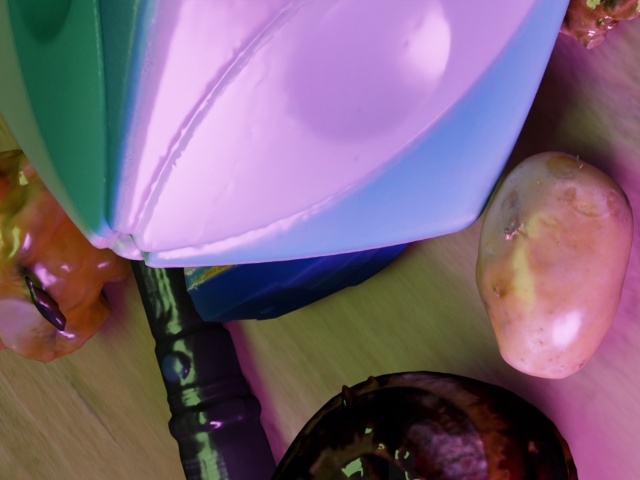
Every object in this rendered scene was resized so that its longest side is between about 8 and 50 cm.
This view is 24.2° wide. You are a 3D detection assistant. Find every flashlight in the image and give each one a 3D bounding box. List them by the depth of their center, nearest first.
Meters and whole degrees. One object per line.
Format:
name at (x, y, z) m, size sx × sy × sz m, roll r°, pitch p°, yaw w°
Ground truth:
flashlight at (-0.143, 0.090, 1.588) m, size 0.103 × 0.103 × 0.423 m, roll -24°, pitch 81°, yaw 52°

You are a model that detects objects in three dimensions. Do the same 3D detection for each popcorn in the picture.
popcorn at (-0.376, -0.001, 1.743) m, size 0.316 × 0.281 × 0.297 m, roll 31°, pitch 130°, yaw -7°

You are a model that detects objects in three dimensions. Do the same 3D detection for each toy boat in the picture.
toy boat at (0.000, 0.000, 1.352) m, size 0.295 × 0.129 × 0.088 m, roll -26°, pitch 69°, yaw 51°

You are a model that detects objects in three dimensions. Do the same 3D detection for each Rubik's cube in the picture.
Rubik's cube at (-0.045, -0.210, 1.123) m, size 0.347 × 0.352 × 0.351 m, roll 48°, pitch 130°, yaw 44°

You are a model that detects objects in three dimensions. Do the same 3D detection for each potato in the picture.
potato at (0.177, 0.017, 1.146) m, size 0.118 × 0.109 × 0.178 m, roll -132°, pitch 48°, yaw -64°

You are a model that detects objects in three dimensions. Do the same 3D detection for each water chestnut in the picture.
water chestnut at (0.091, 0.258, 1.249) m, size 0.300 × 0.300 × 0.300 m, roll 20°, pitch 117°, yaw 47°

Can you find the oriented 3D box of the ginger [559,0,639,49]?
ginger at (0.228, -0.206, 1.058) m, size 0.193 × 0.053 × 0.176 m, roll 53°, pitch 137°, yaw 38°
